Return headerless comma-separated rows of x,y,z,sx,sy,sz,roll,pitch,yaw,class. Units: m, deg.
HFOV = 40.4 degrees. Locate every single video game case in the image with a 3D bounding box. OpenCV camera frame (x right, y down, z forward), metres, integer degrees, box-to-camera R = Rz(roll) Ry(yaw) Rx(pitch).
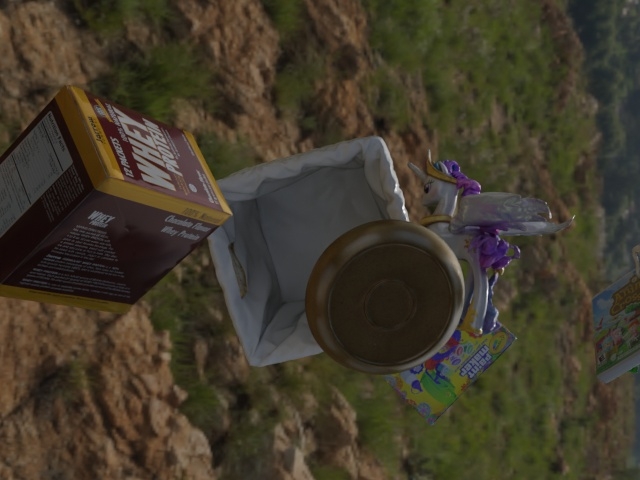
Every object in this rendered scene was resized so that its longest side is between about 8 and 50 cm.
0.516,0.103,1.369,0.023,0.212,0.193,35,38,-14,video game case

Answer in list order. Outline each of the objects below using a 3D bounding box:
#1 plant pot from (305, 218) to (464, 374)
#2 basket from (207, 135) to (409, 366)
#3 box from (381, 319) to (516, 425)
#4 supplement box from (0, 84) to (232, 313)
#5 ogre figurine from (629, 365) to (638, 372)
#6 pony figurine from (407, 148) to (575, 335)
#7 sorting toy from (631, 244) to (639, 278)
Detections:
0.097,0.088,1.239,0.032,0.236,0.236,-120,-160,-72,plant pot
0.000,0.000,1.528,0.266,0.331,0.328,-67,141,-76,basket
0.310,0.280,2.168,0.290,0.177,0.279,-46,174,1,box
-0.244,-0.035,0.955,0.191,0.194,0.129,17,38,-55,supplement box
0.637,0.213,1.730,0.197,0.118,0.097,-72,150,-71,ogre figurine
0.309,0.004,1.785,0.303,0.351,0.363,24,78,-63,pony figurine
0.505,0.033,1.300,0.045,0.075,0.083,-28,106,-42,sorting toy
